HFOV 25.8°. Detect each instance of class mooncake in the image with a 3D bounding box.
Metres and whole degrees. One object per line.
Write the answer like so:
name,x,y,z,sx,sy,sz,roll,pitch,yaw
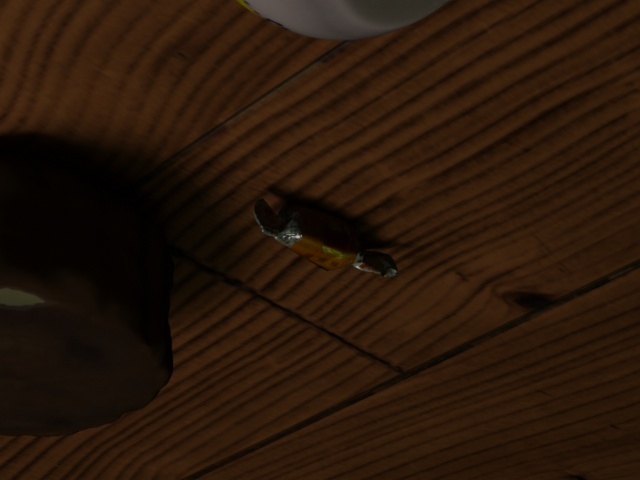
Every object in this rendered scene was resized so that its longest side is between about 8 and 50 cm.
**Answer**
mooncake,-0.304,0.056,1.365,0.324,0.187,0.324,-2,147,-1

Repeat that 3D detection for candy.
candy,0.000,0.000,1.416,0.182,0.053,0.046,22,138,-34

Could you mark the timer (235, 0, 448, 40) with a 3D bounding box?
timer,-0.021,-0.284,0.894,0.285,0.285,0.285,-2,144,-1
